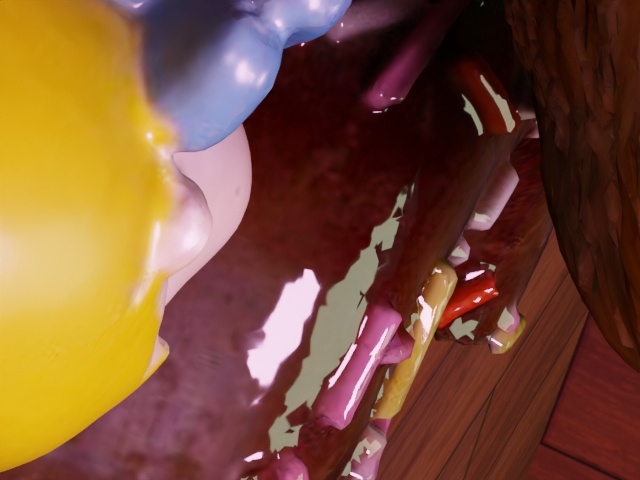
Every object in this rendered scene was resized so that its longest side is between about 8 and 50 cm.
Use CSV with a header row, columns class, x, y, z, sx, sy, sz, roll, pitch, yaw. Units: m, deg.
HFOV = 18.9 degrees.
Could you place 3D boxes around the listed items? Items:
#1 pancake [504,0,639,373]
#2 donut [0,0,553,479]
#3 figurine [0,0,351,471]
class,x,y,z,sx,sy,sz,roll,pitch,yaw
pancake,0.058,-0.148,0.390,0.387,0.082,0.387,-8,90,-90
donut,0.004,-0.015,0.643,0.345,0.136,0.259,-51,163,-52
figurine,-0.061,-0.039,0.406,0.185,0.127,0.234,98,7,-85
